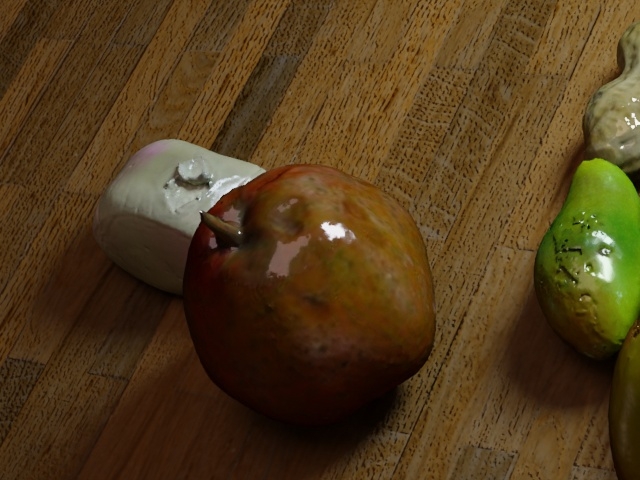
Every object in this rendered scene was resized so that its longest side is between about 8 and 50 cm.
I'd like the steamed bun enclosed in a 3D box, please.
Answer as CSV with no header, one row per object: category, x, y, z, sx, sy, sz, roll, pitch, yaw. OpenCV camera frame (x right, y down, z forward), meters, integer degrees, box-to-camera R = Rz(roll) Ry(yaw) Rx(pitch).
steamed bun,-0.163,-0.040,2.266,0.238,0.153,0.170,16,60,33

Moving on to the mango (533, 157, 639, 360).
mango,0.285,0.019,2.008,0.111,0.125,0.233,-37,44,46

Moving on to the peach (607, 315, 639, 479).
peach,0.439,0.138,1.690,0.370,0.370,0.370,-14,48,16

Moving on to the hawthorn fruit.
hawthorn fruit,-0.027,0.042,2.027,0.277,0.298,0.277,-24,44,26

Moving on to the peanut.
peanut,0.355,-0.158,2.142,0.103,0.098,0.229,28,61,6
